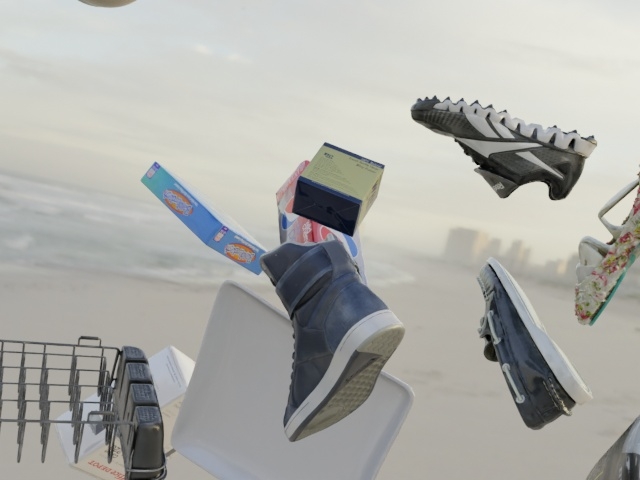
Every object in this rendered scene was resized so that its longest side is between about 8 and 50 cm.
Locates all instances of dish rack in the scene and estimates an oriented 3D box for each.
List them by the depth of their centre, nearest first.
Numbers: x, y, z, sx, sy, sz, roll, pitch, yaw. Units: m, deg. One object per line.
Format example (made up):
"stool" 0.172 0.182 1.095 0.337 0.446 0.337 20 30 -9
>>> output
"dish rack" -0.295 0.161 1.085 0.272 0.074 0.208 6 16 -17

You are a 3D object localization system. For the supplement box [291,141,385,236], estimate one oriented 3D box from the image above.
"supplement box" 0.022 -0.062 1.290 0.083 0.056 0.083 22 45 10

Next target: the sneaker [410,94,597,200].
"sneaker" 0.218 -0.109 1.328 0.234 0.106 0.078 17 2 2

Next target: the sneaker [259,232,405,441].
"sneaker" -0.010 0.094 1.111 0.086 0.226 0.163 -15 57 -38

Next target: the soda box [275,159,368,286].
"soda box" 0.000 0.000 1.535 0.092 0.083 0.263 25 33 -24

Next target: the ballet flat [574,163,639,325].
"ballet flat" 0.375 -0.002 1.352 0.077 0.241 0.091 33 24 6

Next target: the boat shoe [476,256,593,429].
"boat shoe" 0.255 0.129 1.419 0.114 0.091 0.302 48 11 -26

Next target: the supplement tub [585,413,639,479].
"supplement tub" 0.349 0.252 0.968 0.207 0.207 0.338 13 -21 8

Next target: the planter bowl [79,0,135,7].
"planter bowl" -0.311 -0.427 1.623 0.162 0.162 0.109 13 12 -38

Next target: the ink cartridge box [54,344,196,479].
"ink cartridge box" -0.269 0.273 1.630 0.092 0.218 0.158 62 7 33

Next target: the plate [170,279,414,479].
"plate" -0.038 0.218 1.337 0.277 0.278 0.045 29 28 17

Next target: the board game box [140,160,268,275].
"board game box" -0.194 -0.037 1.821 0.210 0.047 0.160 42 4 37
